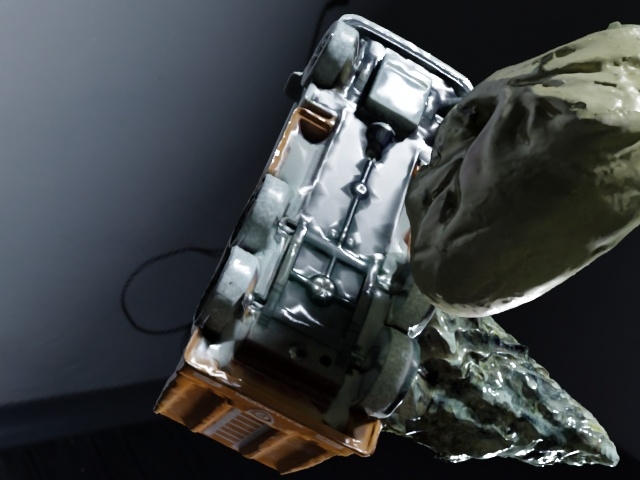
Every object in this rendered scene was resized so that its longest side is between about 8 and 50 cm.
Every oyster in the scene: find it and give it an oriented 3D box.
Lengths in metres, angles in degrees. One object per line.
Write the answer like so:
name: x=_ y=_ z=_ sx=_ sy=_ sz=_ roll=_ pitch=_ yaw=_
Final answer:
oyster: x=0.163 y=0.163 z=1.021 sx=0.350 sy=0.158 sz=0.162 roll=25 pitch=123 yaw=-1

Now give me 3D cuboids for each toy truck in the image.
toy truck: x=0.000 y=0.000 z=0.821 sx=0.173 sy=0.388 sz=0.207 roll=29 pitch=147 yaw=-10

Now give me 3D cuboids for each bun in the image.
bun: x=0.143 y=-0.060 z=0.610 sx=0.116 sy=0.210 sz=0.237 roll=45 pitch=56 yaw=-12
